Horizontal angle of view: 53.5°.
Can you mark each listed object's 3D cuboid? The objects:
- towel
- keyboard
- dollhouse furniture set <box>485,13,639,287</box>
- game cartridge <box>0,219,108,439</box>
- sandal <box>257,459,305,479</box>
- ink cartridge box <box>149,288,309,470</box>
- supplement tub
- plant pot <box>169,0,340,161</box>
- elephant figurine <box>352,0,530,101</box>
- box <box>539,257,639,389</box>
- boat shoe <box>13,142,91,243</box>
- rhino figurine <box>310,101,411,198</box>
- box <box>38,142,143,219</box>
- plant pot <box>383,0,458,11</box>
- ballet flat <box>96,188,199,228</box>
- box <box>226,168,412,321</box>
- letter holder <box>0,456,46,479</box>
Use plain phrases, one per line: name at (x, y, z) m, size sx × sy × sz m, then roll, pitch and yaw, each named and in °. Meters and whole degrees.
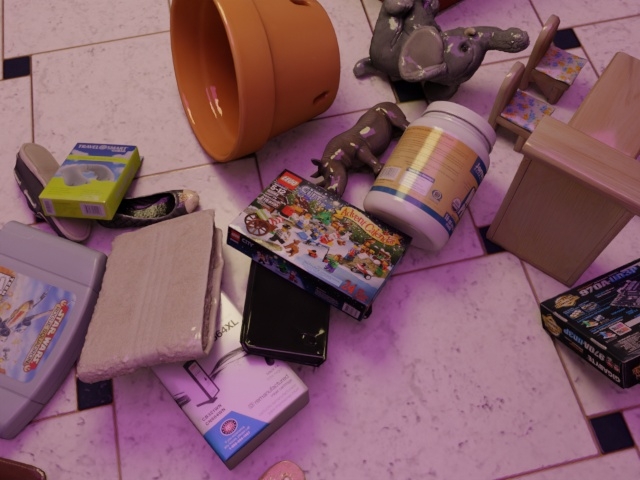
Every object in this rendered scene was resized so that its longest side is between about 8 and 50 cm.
towel at (-0.235, 0.072, 0.915) m, size 0.187 × 0.049 × 0.282 m, roll -15°, pitch 41°, yaw 12°
keyboard at (-0.005, 0.047, 0.962) m, size 0.202 × 0.033 × 0.317 m, roll 10°, pitch 50°, yaw -5°
dollhouse furniture set at (0.442, -0.164, 0.975) m, size 0.362 × 0.256 × 0.394 m, roll 33°, pitch 68°, yaw 15°
game cartridge at (-0.449, 0.126, 0.943) m, size 0.198 × 0.062 × 0.297 m, roll 17°, pitch 68°, yaw 14°
sandal at (-0.103, 0.382, 0.804) m, size 0.088 × 0.079 × 0.240 m, roll 31°, pitch 68°, yaw 15°
ink cartridge box at (-0.136, 0.191, 0.897) m, size 0.148 × 0.086 × 0.203 m, roll -39°, pitch 70°, yaw -18°
supplement tub at (0.173, -0.100, 0.990) m, size 0.144 × 0.144 × 0.199 m, roll 29°, pitch 80°, yaw 14°
plant pot at (-0.103, -0.291, 1.052) m, size 0.204 × 0.290 × 0.290 m, roll -16°, pitch 63°, yaw -27°
elephant figurine at (0.201, -0.322, 1.102) m, size 0.170 × 0.186 × 0.239 m, roll -20°, pitch 55°, yaw -26°
box at (0.458, 0.104, 0.902) m, size 0.220 × 0.051 × 0.175 m, roll -22°, pitch 27°, yaw -11°
boat shoe at (-0.450, -0.068, 1.058) m, size 0.065 × 0.075 × 0.206 m, roll -44°, pitch 71°, yaw 27°
rhino figurine at (0.067, -0.147, 1.071) m, size 0.243 × 0.073 × 0.106 m, roll -41°, pitch 76°, yaw -20°
box at (-0.368, -0.105, 1.038) m, size 0.109 × 0.042 × 0.178 m, roll 4°, pitch 41°, yaw 3°
plant pot at (0.190, -0.589, 1.203) m, size 0.267 × 0.267 × 0.235 m, roll 38°, pitch 81°, yaw 18°
ballet flat at (-0.285, -0.053, 1.041) m, size 0.173 × 0.049 × 0.057 m, roll -12°, pitch 65°, yaw -5°
box at (0.000, 0.000, 0.952) m, size 0.233 × 0.044 × 0.159 m, roll 29°, pitch 50°, yaw 11°
letter holder at (-0.532, 0.355, 0.784) m, size 0.302 × 0.152 × 0.214 m, roll 5°, pitch 62°, yaw 3°
